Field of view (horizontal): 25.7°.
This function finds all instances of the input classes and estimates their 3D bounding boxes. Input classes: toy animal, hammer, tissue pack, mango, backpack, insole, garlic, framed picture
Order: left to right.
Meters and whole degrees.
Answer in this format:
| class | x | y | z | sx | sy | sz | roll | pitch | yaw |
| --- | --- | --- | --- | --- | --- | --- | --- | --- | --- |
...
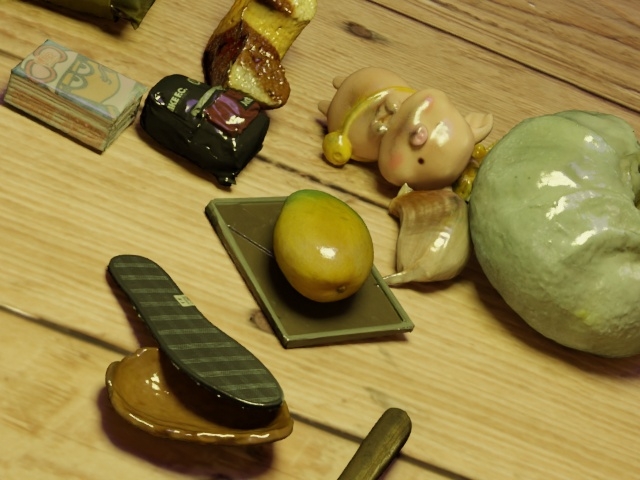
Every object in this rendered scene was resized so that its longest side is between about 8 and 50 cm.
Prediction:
| class | x | y | z | sx | sy | sz | roll | pitch | yaw |
| --- | --- | --- | --- | --- | --- | --- | --- | --- | --- |
| tissue pack | -0.323 | -0.193 | 1.855 | 0.155 | 0.065 | 0.115 | 25 | 32 | 3 |
| insole | -0.145 | 0.099 | 1.571 | 0.110 | 0.012 | 0.309 | -2 | 32 | -38 |
| backpack | -0.156 | -0.159 | 1.874 | 0.165 | 0.106 | 0.120 | 29 | 39 | 1 |
| framed picture | -0.015 | 0.030 | 1.770 | 0.189 | 0.023 | 0.260 | -5 | 44 | -30 |
| mango | 0.000 | 0.000 | 1.733 | 0.130 | 0.092 | 0.194 | 4 | 31 | -22 |
| hammer | 0.014 | 0.274 | 1.389 | 0.044 | 0.168 | 0.440 | 34 | 27 | 7 |
| toy animal | 0.102 | -0.160 | 1.999 | 0.248 | 0.165 | 0.149 | 33 | 14 | 22 |
| garlic | 0.139 | 0.005 | 1.874 | 0.129 | 0.090 | 0.198 | 4 | 41 | 12 |

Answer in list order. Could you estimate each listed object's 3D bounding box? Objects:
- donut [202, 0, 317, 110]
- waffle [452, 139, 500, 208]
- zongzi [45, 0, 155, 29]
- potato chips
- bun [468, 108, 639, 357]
| class | x | y | z | sx | sy | sz | roll | pitch | yaw |
| --- | --- | --- | --- | --- | --- | --- | --- | --- | --- |
| donut | -0.096 | -0.274 | 2.050 | 0.112 | 0.151 | 0.295 | 32 | 51 | -18 |
| waffle | 0.286 | -0.061 | 2.060 | 0.219 | 0.057 | 0.229 | -4 | 44 | -34 |
| zongzi | -0.364 | -0.439 | 2.124 | 0.289 | 0.154 | 0.317 | 18 | 15 | -4 |
| potato chips | -0.132 | 0.176 | 1.489 | 0.202 | 0.049 | 0.150 | 13 | 24 | -18 |
| bun | 0.370 | -0.022 | 1.875 | 0.362 | 0.211 | 0.362 | 23 | 45 | -25 |
